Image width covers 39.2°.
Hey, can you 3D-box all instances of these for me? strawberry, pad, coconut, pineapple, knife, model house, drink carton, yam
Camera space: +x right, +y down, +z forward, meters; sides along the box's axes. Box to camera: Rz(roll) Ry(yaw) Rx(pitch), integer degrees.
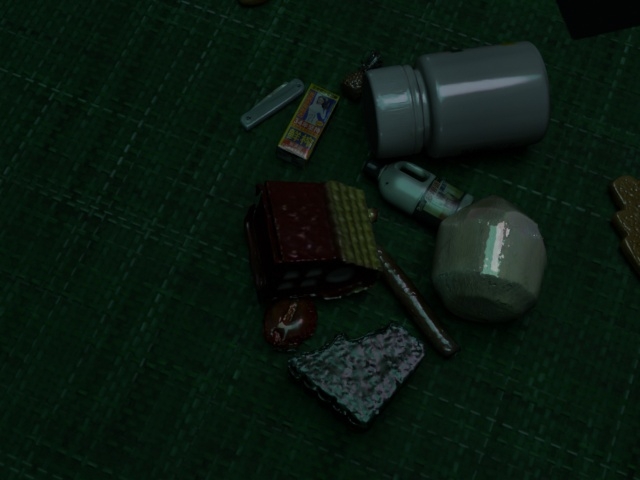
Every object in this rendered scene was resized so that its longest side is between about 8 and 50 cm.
[{"bbox_3d":[-0.056,0.143,1.708,0.103,0.048,0.152,18,73,3],"label":"strawberry"},{"bbox_3d":[0.648,-0.542,2.007,0.245,0.006,0.170,-14,71,-6],"label":"pad"},{"bbox_3d":[0.317,0.029,1.671,0.224,0.224,0.234,19,67,7],"label":"coconut"},{"bbox_3d":[0.095,-0.352,1.902,0.058,0.058,0.124,37,68,13],"label":"pineapple"},{"bbox_3d":[-0.102,-0.288,1.888,0.162,0.023,0.044,-37,76,-14],"label":"knife"},{"bbox_3d":[0.000,0.000,1.690,0.253,0.160,0.196,-4,58,-15],"label":"model house"},{"bbox_3d":[-0.025,-0.235,1.852,0.071,0.056,0.166,27,71,1],"label":"drink carton"},{"bbox_3d":[0.175,0.116,1.721,0.046,0.046,0.264,-33,71,-13],"label":"yam"}]

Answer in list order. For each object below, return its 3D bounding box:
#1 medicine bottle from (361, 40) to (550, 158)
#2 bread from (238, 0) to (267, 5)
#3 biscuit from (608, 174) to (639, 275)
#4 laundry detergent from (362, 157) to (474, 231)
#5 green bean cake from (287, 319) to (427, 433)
[{"bbox_3d":[0.263,-0.272,1.788,0.339,0.208,0.208,-8,69,-4],"label":"medicine bottle"},{"bbox_3d":[-0.151,-0.576,1.983,0.082,0.056,0.115,-5,69,-2],"label":"bread"},{"bbox_3d":[0.665,-0.028,1.788,0.212,0.041,0.239,19,69,0],"label":"biscuit"},{"bbox_3d":[0.187,-0.099,1.794,0.225,0.070,0.099,30,80,12],"label":"laundry detergent"},{"bbox_3d":[0.067,0.225,1.646,0.193,0.107,0.208,38,72,16],"label":"green bean cake"}]
